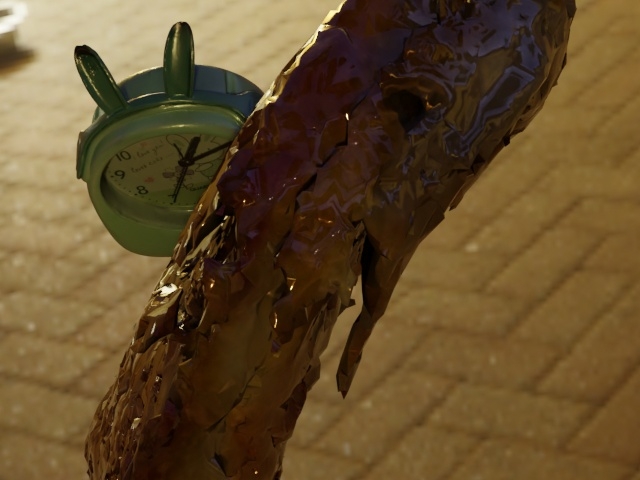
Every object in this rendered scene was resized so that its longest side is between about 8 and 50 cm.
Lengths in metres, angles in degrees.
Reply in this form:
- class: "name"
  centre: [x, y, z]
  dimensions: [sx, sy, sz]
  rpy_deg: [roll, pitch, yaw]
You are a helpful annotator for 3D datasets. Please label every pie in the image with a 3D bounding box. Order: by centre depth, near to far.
- class: "pie"
  centre: [-0.001, -0.001, 0.642]
  dimensions: [0.085, 0.308, 0.308]
  rpy_deg: [34, 31, -1]

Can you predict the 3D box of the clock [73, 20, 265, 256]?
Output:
- class: "clock"
  centre: [-0.062, -0.044, 0.813]
  dimensions: [0.101, 0.135, 0.041]
  rpy_deg: [-11, 57, 11]
